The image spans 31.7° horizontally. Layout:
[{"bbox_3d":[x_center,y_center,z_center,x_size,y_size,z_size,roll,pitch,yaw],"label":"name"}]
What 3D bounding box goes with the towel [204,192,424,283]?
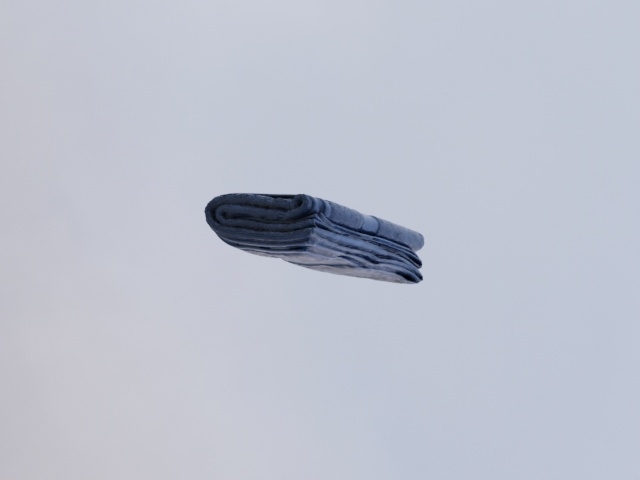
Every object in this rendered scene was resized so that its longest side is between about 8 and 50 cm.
[{"bbox_3d":[0.000,0.000,0.559,0.067,0.119,0.029,4,-96,32],"label":"towel"}]
